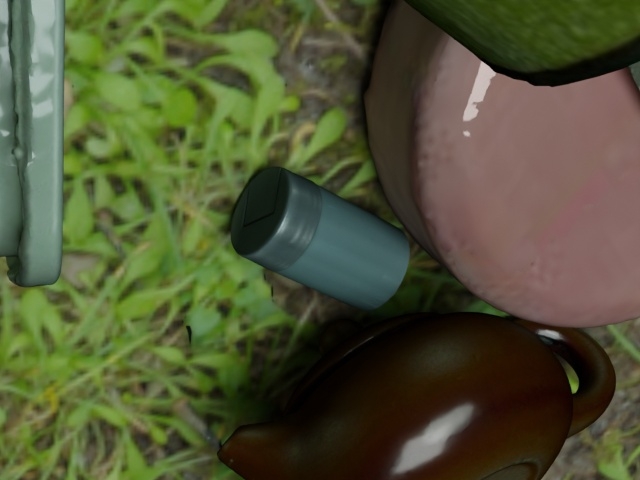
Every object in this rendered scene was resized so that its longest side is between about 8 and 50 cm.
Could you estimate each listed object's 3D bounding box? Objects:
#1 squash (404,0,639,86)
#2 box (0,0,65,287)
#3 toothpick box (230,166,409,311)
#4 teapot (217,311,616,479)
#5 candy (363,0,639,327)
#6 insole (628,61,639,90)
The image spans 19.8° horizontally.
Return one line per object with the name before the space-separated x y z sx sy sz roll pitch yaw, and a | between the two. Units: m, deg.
squash | 0.050 -0.267 0.730 0.309 0.310 0.310 31 98 -29
box | -0.201 -0.142 0.756 0.182 0.175 0.312 -2 114 -14
toothpick box | 0.000 0.000 0.968 0.083 0.052 0.052 26 100 -32
teapot | 0.059 0.091 1.002 0.252 0.135 0.178 -20 155 -35
candy | 0.141 -0.079 0.970 0.255 0.094 0.255 -9 116 -20
insole | 0.221 -0.044 0.957 0.081 0.011 0.248 -40 123 -4
